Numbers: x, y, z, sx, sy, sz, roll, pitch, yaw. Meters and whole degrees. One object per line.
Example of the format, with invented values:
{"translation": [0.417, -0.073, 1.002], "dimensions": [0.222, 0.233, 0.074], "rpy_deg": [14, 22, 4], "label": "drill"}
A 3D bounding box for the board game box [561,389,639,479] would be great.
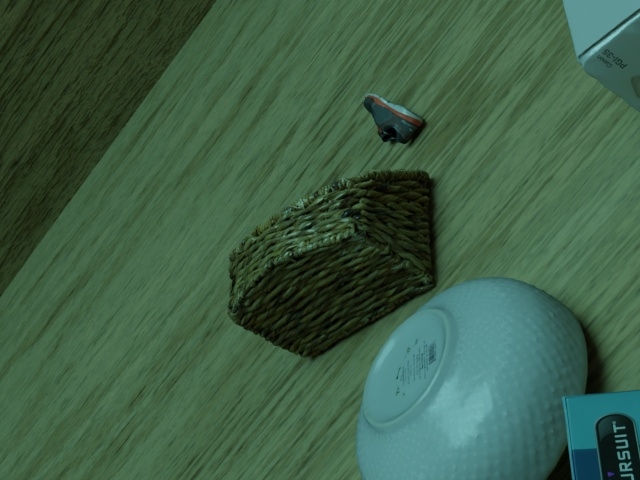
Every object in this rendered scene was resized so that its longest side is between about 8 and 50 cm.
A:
{"translation": [0.374, 0.218, 0.939], "dimensions": [0.336, 0.079, 0.253], "rpy_deg": [-8, 32, 12], "label": "board game box"}

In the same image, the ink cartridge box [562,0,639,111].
{"translation": [0.400, -0.293, 1.445], "dimensions": [0.117, 0.207, 0.283], "rpy_deg": [-39, 37, 35], "label": "ink cartridge box"}

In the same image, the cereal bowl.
{"translation": [0.153, 0.184, 1.417], "dimensions": [0.339, 0.141, 0.339], "rpy_deg": [-47, 23, 26], "label": "cereal bowl"}

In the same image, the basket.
{"translation": [0.000, 0.000, 1.776], "dimensions": [0.299, 0.213, 0.223], "rpy_deg": [-34, 40, 37], "label": "basket"}

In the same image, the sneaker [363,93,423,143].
{"translation": [0.107, -0.199, 1.947], "dimensions": [0.065, 0.061, 0.158], "rpy_deg": [-64, 29, 6], "label": "sneaker"}
